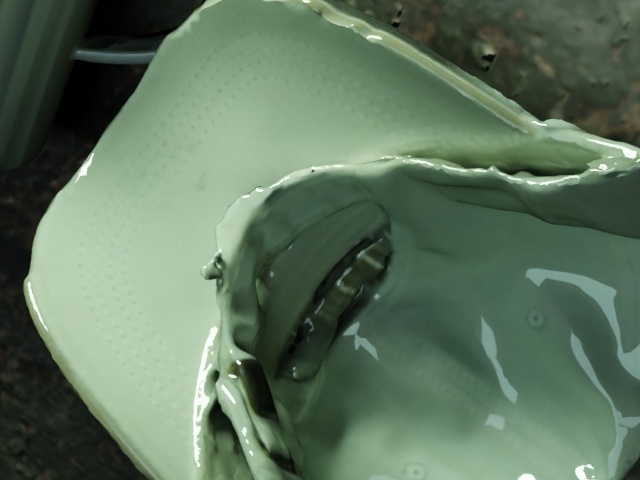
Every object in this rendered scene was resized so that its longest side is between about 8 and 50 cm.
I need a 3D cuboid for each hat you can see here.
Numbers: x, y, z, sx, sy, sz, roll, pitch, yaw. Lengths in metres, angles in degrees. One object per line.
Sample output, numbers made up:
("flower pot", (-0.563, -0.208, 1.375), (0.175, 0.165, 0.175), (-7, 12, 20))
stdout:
("hat", (0.008, 0.030, 0.611), (0.301, 0.168, 0.258), (39, 92, 21))

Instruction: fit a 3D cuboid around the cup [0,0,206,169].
("cup", (-0.171, -0.141, 0.664), (0.221, 0.167, 0.202), (29, 113, 20))
